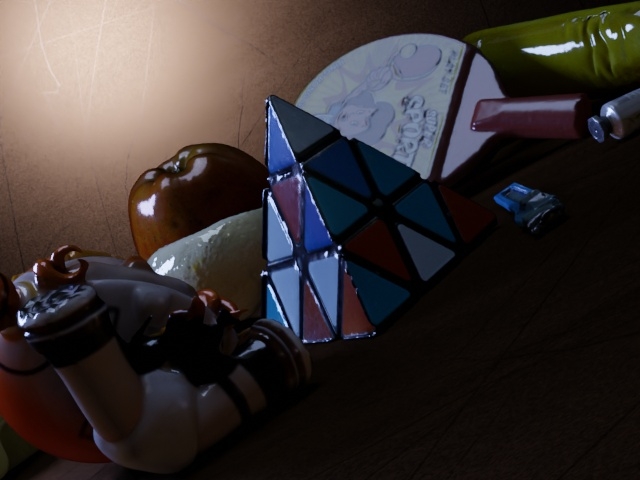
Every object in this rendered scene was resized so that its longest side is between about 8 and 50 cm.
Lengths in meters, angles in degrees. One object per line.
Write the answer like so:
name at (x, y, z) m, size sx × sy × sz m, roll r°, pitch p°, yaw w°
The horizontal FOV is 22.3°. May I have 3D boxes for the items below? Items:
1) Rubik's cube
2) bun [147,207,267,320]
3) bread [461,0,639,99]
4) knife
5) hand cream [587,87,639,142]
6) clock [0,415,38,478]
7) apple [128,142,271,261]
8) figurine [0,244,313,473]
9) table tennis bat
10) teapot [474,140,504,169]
Rubik's cube at (0.033, -0.055, 1.603) m, size 0.250 × 0.234 × 0.284 m, roll -31°, pitch 6°, yaw -17°
bun at (-0.113, 0.049, 1.981) m, size 0.222 × 0.127 × 0.222 m, roll -25°, pitch -10°, yaw -5°
bread at (0.341, -0.235, 2.075) m, size 0.166 × 0.112 × 0.383 m, roll -8°, pitch 2°, yaw -40°
knife at (0.204, -0.036, 1.628) m, size 0.044 × 0.026 × 0.296 m, roll -41°, pitch 6°, yaw 2°
hand cream at (0.381, -0.160, 1.777) m, size 0.194 × 0.042 × 0.067 m, roll -26°, pitch -3°, yaw -15°
clock at (-0.414, 0.234, 1.930) m, size 0.235 × 0.096 × 0.308 m, roll -28°, pitch 6°, yaw 25°
apple at (-0.147, -0.021, 2.219) m, size 0.234 × 0.234 × 0.234 m, roll -29°, pitch 6°, yaw 3°
figurine at (-0.188, 0.109, 1.462) m, size 0.320 × 0.196 × 0.323 m, roll 15°, pitch -5°, yaw -25°
table tennis bat at (0.138, -0.151, 2.032) m, size 0.415 × 0.051 × 0.268 m, roll 2°, pitch 60°, yaw 30°
teapot at (0.108, -0.150, 2.165) m, size 0.269 × 0.182 × 0.173 m, roll -9°, pitch 1°, yaw 16°
